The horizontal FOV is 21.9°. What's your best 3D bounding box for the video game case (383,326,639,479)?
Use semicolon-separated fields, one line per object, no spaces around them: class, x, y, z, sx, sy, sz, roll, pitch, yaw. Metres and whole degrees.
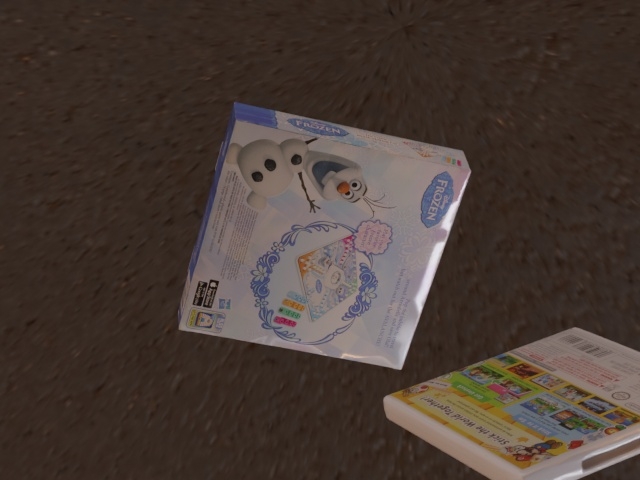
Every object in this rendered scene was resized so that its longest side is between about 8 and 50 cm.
video game case;0.194;0.138;1.375;0.206;0.227;0.026;-18;108;-22

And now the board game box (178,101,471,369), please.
board game box;0.000;0.000;0.620;0.090;0.020;0.090;12;116;-12
